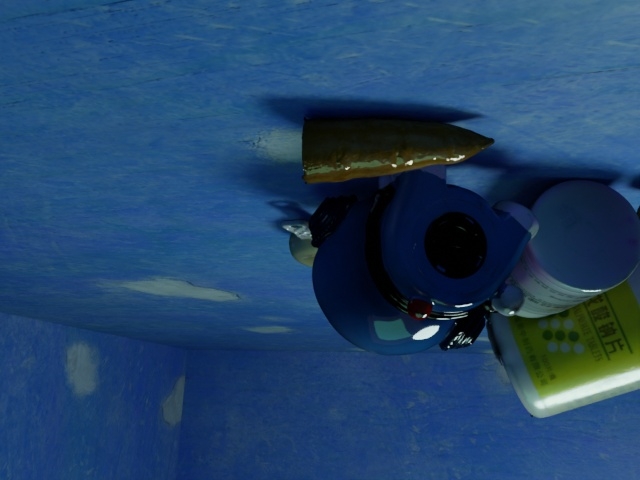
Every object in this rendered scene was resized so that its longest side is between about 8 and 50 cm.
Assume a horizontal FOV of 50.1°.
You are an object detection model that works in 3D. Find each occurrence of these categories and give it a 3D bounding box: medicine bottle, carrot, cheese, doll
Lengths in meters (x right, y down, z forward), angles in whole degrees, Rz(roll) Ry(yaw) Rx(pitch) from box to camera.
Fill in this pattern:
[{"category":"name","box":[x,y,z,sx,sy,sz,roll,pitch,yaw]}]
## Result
[{"category":"medicine bottle","box":[0.492,0.144,1.144,0.379,0.213,0.213,-24,157,18]},{"category":"carrot","box":[0.083,-0.099,0.735,0.205,0.072,0.072,-1,165,4]},{"category":"cheese","box":[0.000,0.000,1.141,0.137,0.064,0.227,-5,163,22]},{"category":"medicine bottle","box":[0.337,0.023,0.987,0.152,0.152,0.254,2,165,1]},{"category":"doll","box":[0.117,0.035,0.927,0.284,0.240,0.310,41,163,-4]}]

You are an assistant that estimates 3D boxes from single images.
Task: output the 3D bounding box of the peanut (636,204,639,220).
[{"category":"peanut","box":[0.486,-0.042,0.832,0.099,0.090,0.214,1,168,-23]}]
